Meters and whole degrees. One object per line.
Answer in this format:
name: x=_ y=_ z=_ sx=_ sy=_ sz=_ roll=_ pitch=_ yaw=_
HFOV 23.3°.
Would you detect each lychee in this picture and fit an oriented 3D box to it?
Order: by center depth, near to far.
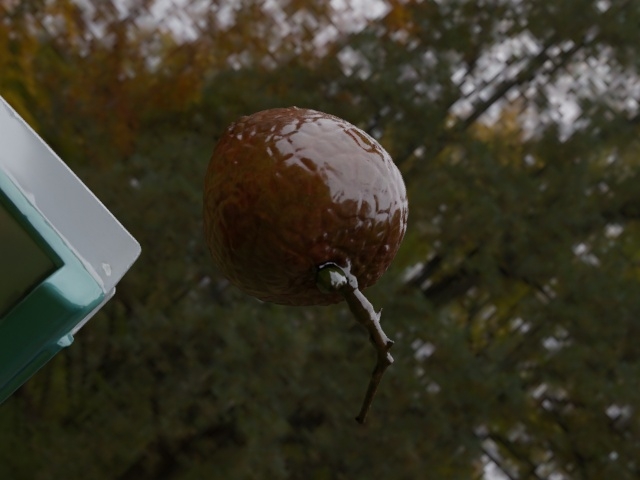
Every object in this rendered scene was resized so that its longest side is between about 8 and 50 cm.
lychee: x=0.000 y=-0.006 z=0.775 sx=0.140 sy=0.101 sz=0.114 roll=37 pitch=-22 yaw=18

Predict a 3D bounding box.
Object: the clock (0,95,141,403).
clock: x=-0.241 y=0.002 z=0.757 sx=0.262 sy=0.116 sz=0.231 roll=-40 pitch=-86 yaw=28
